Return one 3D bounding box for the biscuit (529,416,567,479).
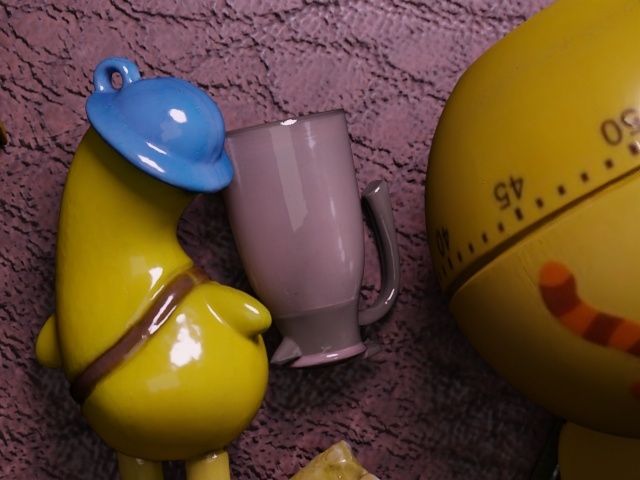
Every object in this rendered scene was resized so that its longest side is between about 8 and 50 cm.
[{"bbox_3d":[0.203,0.217,1.491,0.099,0.038,0.322,25,87,0],"label":"biscuit"}]

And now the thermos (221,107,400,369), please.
[{"bbox_3d":[0.000,0.000,1.457,0.137,0.105,0.193,-15,94,-35],"label":"thermos"}]

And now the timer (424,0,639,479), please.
[{"bbox_3d":[0.261,0.010,1.345,0.376,0.376,0.387,-27,81,-4],"label":"timer"}]

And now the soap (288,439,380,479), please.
[{"bbox_3d":[-0.044,0.317,1.410,0.315,0.091,0.199,-37,117,-5],"label":"soap"}]

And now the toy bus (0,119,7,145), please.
[{"bbox_3d":[-0.408,-0.092,1.416,0.336,0.121,0.123,-9,80,-4],"label":"toy bus"}]

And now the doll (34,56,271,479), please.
[{"bbox_3d":[-0.130,0.046,1.405,0.199,0.145,0.363,-2,103,20],"label":"doll"}]
